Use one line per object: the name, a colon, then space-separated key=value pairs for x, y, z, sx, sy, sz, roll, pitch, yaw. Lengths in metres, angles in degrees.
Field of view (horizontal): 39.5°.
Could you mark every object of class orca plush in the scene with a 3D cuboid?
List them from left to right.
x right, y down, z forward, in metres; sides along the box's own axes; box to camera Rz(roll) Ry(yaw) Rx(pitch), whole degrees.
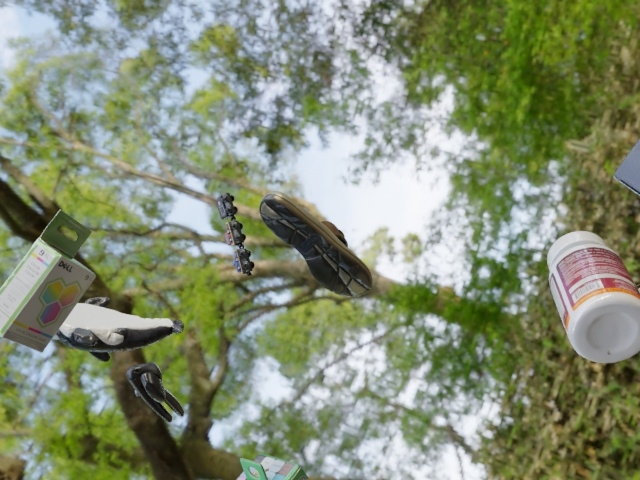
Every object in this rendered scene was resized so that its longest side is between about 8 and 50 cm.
orca plush: x=-0.427 y=0.194 z=1.819 sx=0.287 sy=0.151 sz=0.102 roll=-2 pitch=-57 yaw=-24

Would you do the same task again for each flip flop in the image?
flip flop: x=0.000 y=0.000 z=1.700 sx=0.112 sy=0.277 sz=0.080 roll=-36 pitch=16 yaw=43

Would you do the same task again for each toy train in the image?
toy train: x=-0.155 y=-0.009 z=1.595 sx=0.027 sy=0.036 sz=0.158 roll=4 pitch=-114 yaw=-62

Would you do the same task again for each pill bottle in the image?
pill bottle: x=0.422 y=0.080 z=1.379 sx=0.221 sy=0.121 sz=0.121 roll=-86 pitch=-1 yaw=-61

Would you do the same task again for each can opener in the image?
can opener: x=-0.299 y=0.281 z=1.618 sx=0.186 sy=0.059 sz=0.073 roll=74 pitch=-179 yaw=-52

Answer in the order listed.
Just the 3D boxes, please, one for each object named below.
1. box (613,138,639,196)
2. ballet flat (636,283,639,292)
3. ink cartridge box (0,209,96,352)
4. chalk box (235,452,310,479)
box: x=0.632 y=-0.084 z=1.519 sx=0.207 sy=0.153 sz=0.108 roll=23 pitch=-72 yaw=-36
ballet flat: x=0.533 y=0.089 z=1.503 sx=0.114 sy=0.041 sz=0.041 roll=-16 pitch=-53 yaw=-21
ink cartridge box: x=-0.430 y=0.067 z=1.416 sx=0.209 sy=0.062 sz=0.109 roll=-56 pitch=-24 yaw=-8
chalk box: x=-0.091 y=0.505 z=1.711 sx=0.132 sy=0.132 sz=0.213 roll=-47 pitch=-61 yaw=-31
